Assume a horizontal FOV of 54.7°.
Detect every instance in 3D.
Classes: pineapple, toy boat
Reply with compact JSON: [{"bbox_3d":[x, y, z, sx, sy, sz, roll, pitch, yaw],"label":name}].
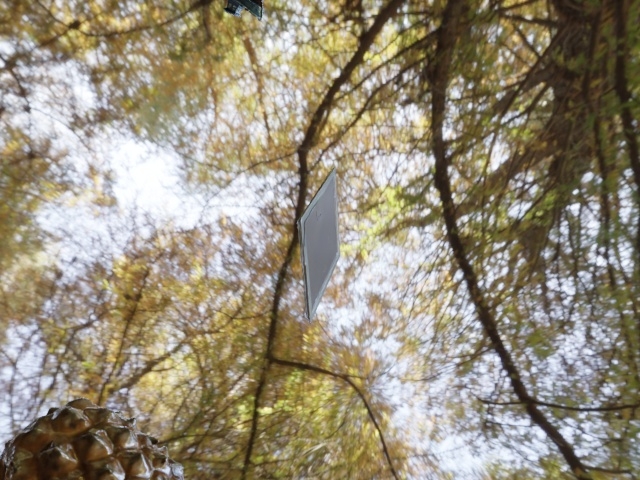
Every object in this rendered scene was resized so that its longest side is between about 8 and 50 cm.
[{"bbox_3d":[-0.180,0.233,0.508,0.193,0.166,0.166,36,-98,10],"label":"pineapple"},{"bbox_3d":[-0.182,-0.522,1.355,0.137,0.060,0.061,29,-68,10],"label":"toy boat"}]

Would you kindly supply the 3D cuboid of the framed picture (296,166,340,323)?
[{"bbox_3d":[0.000,0.000,1.207,0.016,0.273,0.216,3,-64,14],"label":"framed picture"}]
